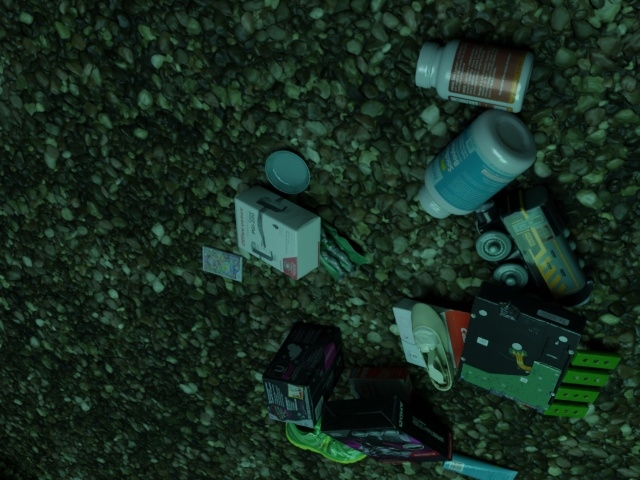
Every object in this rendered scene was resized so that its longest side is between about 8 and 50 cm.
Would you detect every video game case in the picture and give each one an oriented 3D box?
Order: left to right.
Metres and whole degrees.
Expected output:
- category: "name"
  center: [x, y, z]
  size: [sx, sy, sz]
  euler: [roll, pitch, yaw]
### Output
- category: "video game case"
  center: [-0.277, 0.065, 2.068]
  size: [0.122, 0.011, 0.087]
  euler: [16, 127, 13]

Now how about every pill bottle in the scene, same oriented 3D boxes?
- category: "pill bottle"
  center: [0.320, -0.150, 1.552]
  size: [0.146, 0.146, 0.264]
  euler: [39, 138, -5]
- category: "pill bottle"
  center: [0.306, -0.334, 1.458]
  size: [0.216, 0.121, 0.121]
  euler: [15, 127, 14]

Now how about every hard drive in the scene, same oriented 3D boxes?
- category: "hard drive"
  center: [0.451, 0.252, 1.682]
  size: [0.237, 0.064, 0.339]
  euler: [20, 140, 19]

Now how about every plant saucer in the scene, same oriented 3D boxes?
- category: "plant saucer"
  center: [-0.078, -0.172, 1.807]
  size: [0.119, 0.021, 0.119]
  euler: [11, 126, 16]

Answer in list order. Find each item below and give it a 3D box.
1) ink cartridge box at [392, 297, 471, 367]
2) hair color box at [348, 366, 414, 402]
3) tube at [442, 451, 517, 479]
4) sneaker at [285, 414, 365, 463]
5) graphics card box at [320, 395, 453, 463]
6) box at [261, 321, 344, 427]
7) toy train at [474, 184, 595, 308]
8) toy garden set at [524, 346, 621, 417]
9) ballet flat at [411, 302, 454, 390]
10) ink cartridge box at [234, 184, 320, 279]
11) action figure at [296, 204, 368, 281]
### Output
- category: "ink cartridge box"
  center: [0.307, 0.254, 1.866]
  size: [0.232, 0.066, 0.189]
  euler: [14, 131, 44]
- category: "hair color box"
  center: [0.174, 0.410, 2.079]
  size: [0.167, 0.053, 0.093]
  euler: [-4, 122, 25]
- category: "tube"
  center: [0.463, 0.670, 2.137]
  size: [0.207, 0.052, 0.080]
  euler: [16, 133, 7]
- category: "sneaker"
  center: [0.023, 0.595, 2.238]
  size: [0.295, 0.109, 0.124]
  euler: [7, 129, 20]
- category: "graphics card box"
  center: [0.192, 0.532, 2.026]
  size: [0.232, 0.094, 0.371]
  euler: [-11, 146, 30]
- category: "box"
  center: [-0.044, 0.367, 2.021]
  size: [0.142, 0.247, 0.163]
  euler: [8, 125, 21]
- category: "toy train"
  center: [0.477, 0.036, 1.636]
  size: [0.190, 0.142, 0.334]
  euler: [-24, 111, 25]
- category: "toy garden set"
  center: [0.598, 0.343, 1.823]
  size: [0.203, 0.049, 0.244]
  euler: [7, 131, -5]
- category: "ballet flat"
  center: [0.279, 0.272, 1.820]
  size: [0.086, 0.086, 0.248]
  euler: [-9, 118, 29]
- category: "ink cartridge box"
  center: [-0.109, -0.022, 1.835]
  size: [0.218, 0.092, 0.159]
  euler: [29, 135, 33]
- category: "action figure"
  center: [0.000, 0.000, 1.871]
  size: [0.232, 0.063, 0.137]
  euler: [48, 131, -8]
